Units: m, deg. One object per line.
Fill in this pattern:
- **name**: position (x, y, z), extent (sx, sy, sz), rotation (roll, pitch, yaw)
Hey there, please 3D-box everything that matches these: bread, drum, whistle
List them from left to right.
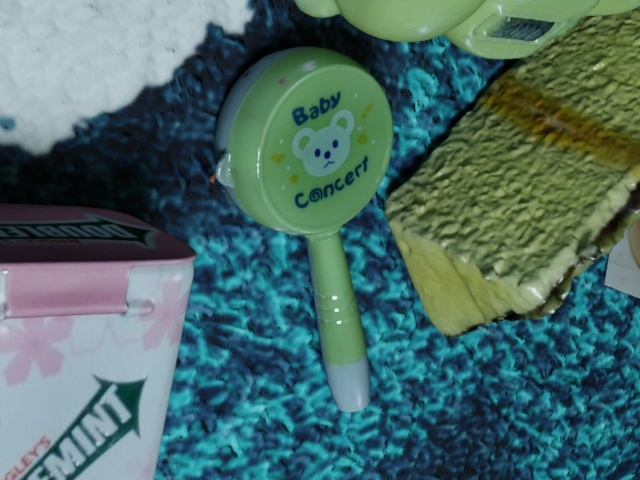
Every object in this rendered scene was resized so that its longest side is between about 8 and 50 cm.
- **drum**: position (0.015, -0.013, 0.964), extent (0.130, 0.049, 0.253), rotation (-42, 130, -20)
- **whistle**: position (0.107, -0.175, 0.934), extent (0.288, 0.131, 0.106), rotation (-2, 66, -39)
- **bread**: position (0.165, -0.056, 1.034), extent (0.266, 0.142, 0.178), rotation (-43, 170, -21)

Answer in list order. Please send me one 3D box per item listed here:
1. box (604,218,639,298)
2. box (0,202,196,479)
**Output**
- **box**: position (0.318, -0.006, 1.126), extent (0.081, 0.199, 0.135), rotation (-6, 109, -36)
- **box**: position (-0.193, 0.168, 0.821), extent (0.190, 0.112, 0.369), rotation (2, 108, -41)
